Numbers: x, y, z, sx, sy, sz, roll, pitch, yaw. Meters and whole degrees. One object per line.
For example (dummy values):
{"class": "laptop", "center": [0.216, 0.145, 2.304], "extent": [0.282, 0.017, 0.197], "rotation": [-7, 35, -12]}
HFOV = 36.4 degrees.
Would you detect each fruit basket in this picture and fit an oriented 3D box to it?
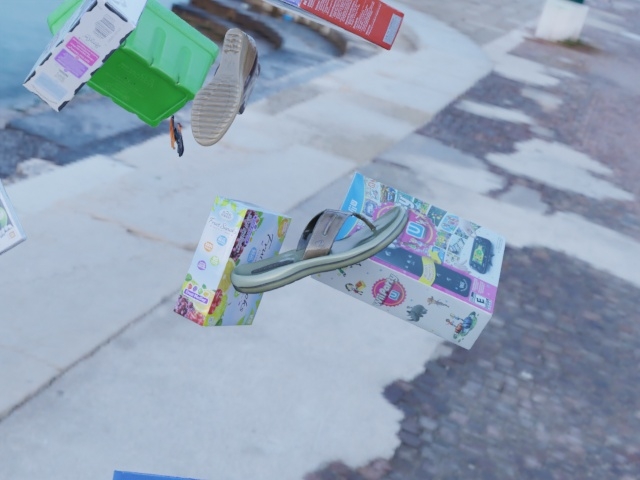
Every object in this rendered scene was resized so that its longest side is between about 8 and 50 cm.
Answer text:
{"class": "fruit basket", "center": [-0.463, -0.502, 2.375], "extent": [0.392, 0.283, 0.392], "rotation": [35, 39, -35]}

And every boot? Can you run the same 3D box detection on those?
{"class": "boot", "center": [-0.173, -0.279, 1.925], "extent": [0.090, 0.248, 0.207], "rotation": [15, -9, 9]}

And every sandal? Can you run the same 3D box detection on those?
{"class": "sandal", "center": [-0.001, 0.001, 1.527], "extent": [0.303, 0.086, 0.120], "rotation": [-19, 11, -9]}

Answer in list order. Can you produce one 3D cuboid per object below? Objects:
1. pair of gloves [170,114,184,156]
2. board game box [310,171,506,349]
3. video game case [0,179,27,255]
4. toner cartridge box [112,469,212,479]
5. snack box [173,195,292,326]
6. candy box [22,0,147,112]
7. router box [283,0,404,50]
{"class": "pair of gloves", "center": [-0.298, -0.217, 2.024], "extent": [0.010, 0.074, 0.083], "rotation": [-10, 30, -22]}
{"class": "board game box", "center": [0.160, 0.030, 1.712], "extent": [0.303, 0.097, 0.224], "rotation": [23, 39, 0]}
{"class": "video game case", "center": [-0.625, -0.045, 1.713], "extent": [0.190, 0.173, 0.022], "rotation": [63, 13, 10]}
{"class": "toner cartridge box", "center": [-0.052, 0.328, 1.072], "extent": [0.348, 0.165, 0.075], "rotation": [6, 62, 2]}
{"class": "snack box", "center": [-0.144, 0.038, 1.637], "extent": [0.070, 0.207, 0.174], "rotation": [24, 5, 22]}
{"class": "candy box", "center": [-0.352, -0.313, 1.484], "extent": [0.070, 0.196, 0.165], "rotation": [38, 27, -23]}
{"class": "router box", "center": [-0.052, -0.494, 1.905], "extent": [0.335, 0.082, 0.301], "rotation": [30, 12, 36]}
